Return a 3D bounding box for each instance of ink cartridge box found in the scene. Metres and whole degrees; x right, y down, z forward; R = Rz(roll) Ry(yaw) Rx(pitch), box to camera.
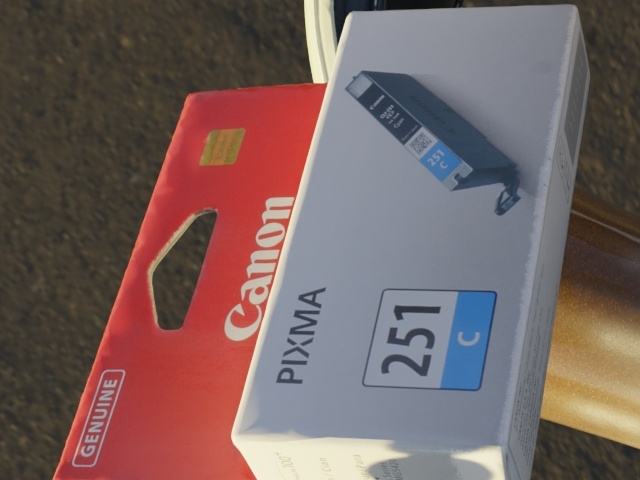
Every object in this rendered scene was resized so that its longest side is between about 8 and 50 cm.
[{"bbox_3d":[0.000,0.000,0.885,0.261,0.066,0.296,0,52,19],"label":"ink cartridge box"}]

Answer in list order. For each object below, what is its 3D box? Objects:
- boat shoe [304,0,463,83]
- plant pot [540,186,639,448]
[{"bbox_3d":[0.105,-0.306,1.420,0.156,0.187,0.500,13,91,28],"label":"boat shoe"},{"bbox_3d":[0.156,0.043,0.981,0.165,0.167,0.167,21,74,21],"label":"plant pot"}]
